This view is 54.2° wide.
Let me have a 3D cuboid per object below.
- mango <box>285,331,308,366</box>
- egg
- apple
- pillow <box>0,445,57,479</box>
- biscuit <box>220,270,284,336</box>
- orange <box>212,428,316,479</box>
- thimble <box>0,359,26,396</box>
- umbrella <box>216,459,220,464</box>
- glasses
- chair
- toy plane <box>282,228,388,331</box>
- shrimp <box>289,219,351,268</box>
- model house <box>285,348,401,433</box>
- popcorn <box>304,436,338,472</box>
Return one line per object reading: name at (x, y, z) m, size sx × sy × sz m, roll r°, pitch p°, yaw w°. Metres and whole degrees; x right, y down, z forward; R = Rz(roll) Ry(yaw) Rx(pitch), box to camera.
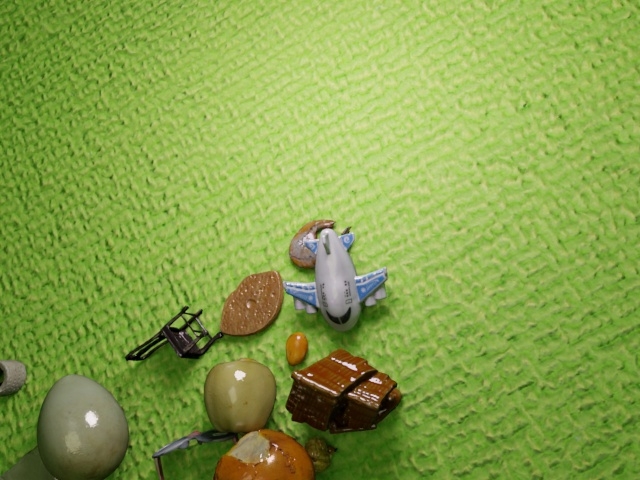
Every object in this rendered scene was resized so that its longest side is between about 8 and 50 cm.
mango at (-0.063, 0.281, 1.608) m, size 0.060 × 0.046 × 0.089 m, roll 18°, pitch 95°, yaw 19°
egg at (-0.616, 0.481, 1.613) m, size 0.218 × 0.218 × 0.295 m, roll -34°, pitch 59°, yaw 5°
apple at (-0.199, 0.381, 1.544) m, size 0.200 × 0.200 × 0.200 m, roll -3°, pitch 77°, yaw 13°
pillow at (-0.745, 0.706, 1.667) m, size 0.274 × 0.076 × 0.281 m, roll -39°, pitch 75°, yaw 14°
biscuit at (-0.178, 0.172, 1.667) m, size 0.142 × 0.029 × 0.221 m, roll 38°, pitch 88°, yaw 20°
orange at (-0.128, 0.551, 1.424) m, size 0.240 × 0.240 × 0.240 m, roll -3°, pitch 77°, yaw 13°
thimble at (-0.905, 0.391, 1.771) m, size 0.115 × 0.090 × 0.102 m, roll -15°, pitch 78°, yaw 9°
umbrella at (-0.238, 0.597, 1.595) m, size 0.083 × 0.020 × 0.031 m, roll 45°, pitch 130°, yaw 19°
glasses at (-0.289, 0.614, 1.572) m, size 0.234 × 0.118 × 0.268 m, roll -16°, pitch 84°, yaw 8°
chair at (-0.391, 0.282, 1.658) m, size 0.229 × 0.106 × 0.113 m, roll -42°, pitch 70°, yaw 4°
toy plane at (0.038, 0.101, 1.560) m, size 0.267 × 0.122 × 0.267 m, roll 2°, pitch 102°, yaw 10°
shrimp at (-0.001, 0.000, 1.648) m, size 0.187 × 0.051 × 0.132 m, roll -20°, pitch 74°, yaw 12°
model house at (0.049, 0.369, 1.467) m, size 0.199 × 0.229 × 0.220 m, roll 34°, pitch 89°, yaw 24°
popcorn at (0.005, 0.519, 1.524) m, size 0.084 × 0.084 × 0.084 m, roll -3°, pitch 77°, yaw 13°
